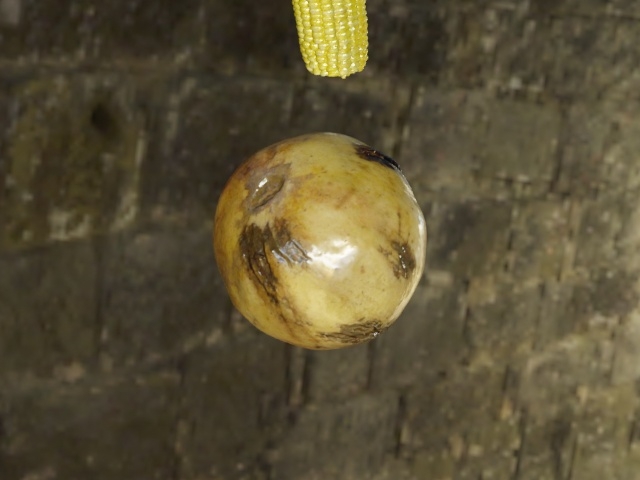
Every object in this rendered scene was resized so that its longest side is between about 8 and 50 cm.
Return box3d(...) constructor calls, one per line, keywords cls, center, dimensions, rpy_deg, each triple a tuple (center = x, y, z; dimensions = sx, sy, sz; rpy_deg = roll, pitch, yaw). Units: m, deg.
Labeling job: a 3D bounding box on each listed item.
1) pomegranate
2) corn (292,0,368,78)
box3d(cls="pomegranate", center=(0.000, 0.000, 2.045), dimensions=(0.322, 0.322, 0.322), rpy_deg=(8, 10, -1))
box3d(cls="corn", center=(0.004, -0.298, 1.528), dimensions=(0.081, 0.248, 0.081), rpy_deg=(-6, 22, 3))
